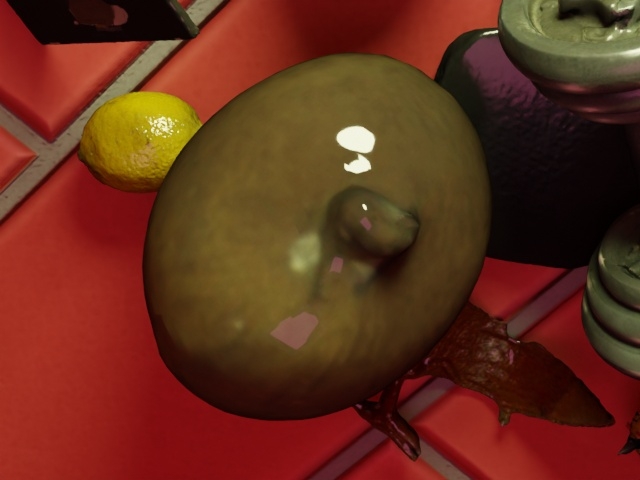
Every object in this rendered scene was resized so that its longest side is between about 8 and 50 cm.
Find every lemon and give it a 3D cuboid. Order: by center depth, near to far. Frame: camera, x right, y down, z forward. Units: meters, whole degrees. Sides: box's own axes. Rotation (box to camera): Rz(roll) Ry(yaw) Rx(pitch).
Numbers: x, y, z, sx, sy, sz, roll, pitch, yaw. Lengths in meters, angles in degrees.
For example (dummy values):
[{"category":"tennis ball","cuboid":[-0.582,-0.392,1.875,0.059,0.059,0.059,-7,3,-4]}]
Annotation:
[{"category":"lemon","cuboid":[-0.138,-0.079,1.386,0.111,0.082,0.082,-6,121,5]}]

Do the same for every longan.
[{"category":"longan","cuboid":[0.000,0.000,1.297,0.243,0.300,0.300,27,119,-17]}]

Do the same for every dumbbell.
[{"category":"dumbbell","cuboid":[0.251,-0.057,1.279,0.179,0.179,0.406,-14,127,10]}]

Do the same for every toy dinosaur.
[{"category":"toy dinosaur","cuboid":[0.062,0.101,1.475,0.327,0.113,0.206,35,116,-16]}]

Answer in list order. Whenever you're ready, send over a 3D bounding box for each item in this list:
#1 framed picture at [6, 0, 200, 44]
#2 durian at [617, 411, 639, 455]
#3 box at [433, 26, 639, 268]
[{"category":"framed picture","cuboid":[-0.237,-0.266,1.213,0.013,0.244,0.324,-48,119,-22]},{"category":"durian","cuboid":[0.370,0.198,1.503,0.237,0.193,0.138,40,91,-26]},{"category":"box","cuboid":[0.176,-0.072,1.403,0.201,0.042,0.212,10,122,-5]}]
